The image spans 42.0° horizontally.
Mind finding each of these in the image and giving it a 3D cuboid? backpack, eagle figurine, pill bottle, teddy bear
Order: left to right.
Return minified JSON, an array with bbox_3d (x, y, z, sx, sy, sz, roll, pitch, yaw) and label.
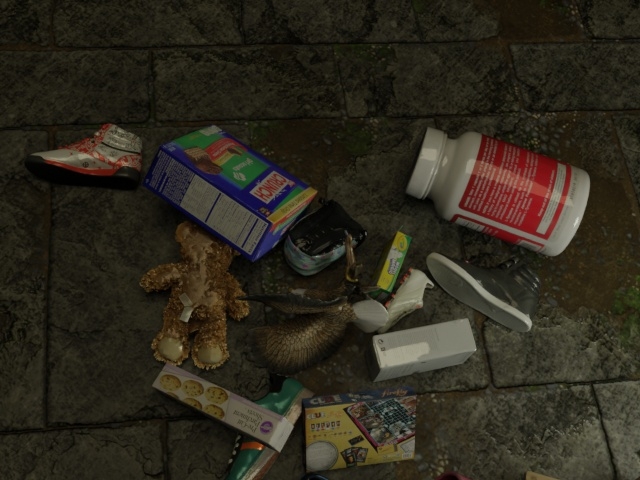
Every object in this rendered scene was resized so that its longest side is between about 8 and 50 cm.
[{"bbox_3d":[-0.280,0.129,1.901,0.245,0.113,0.338,-11,74,-5],"label":"teddy bear"},{"bbox_3d":[-0.024,0.158,1.867,0.298,0.225,0.226,-31,94,-31],"label":"eagle figurine"},{"bbox_3d":[0.000,0.000,1.977,0.182,0.115,0.152,-32,62,-34],"label":"backpack"},{"bbox_3d":[0.423,-0.129,2.039,0.407,0.229,0.229,20,64,1],"label":"pill bottle"}]

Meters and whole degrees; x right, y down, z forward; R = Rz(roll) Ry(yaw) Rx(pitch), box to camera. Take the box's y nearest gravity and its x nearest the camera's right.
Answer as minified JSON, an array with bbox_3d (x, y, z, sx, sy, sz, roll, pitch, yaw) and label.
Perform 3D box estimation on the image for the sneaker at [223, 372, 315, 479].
[{"bbox_3d":[-0.139,0.418,1.779,0.121,0.108,0.302,31,60,13],"label":"sneaker"}]

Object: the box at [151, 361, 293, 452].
[{"bbox_3d":[-0.209,0.346,1.745,0.324,0.063,0.067,19,68,30],"label":"box"}]

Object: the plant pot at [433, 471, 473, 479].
[{"bbox_3d":[0.311,0.602,1.712,0.180,0.201,0.201,27,63,-12],"label":"plant pot"}]

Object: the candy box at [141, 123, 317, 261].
[{"bbox_3d":[-0.204,-0.120,1.938,0.317,0.122,0.268,35,27,7],"label":"candy box"}]

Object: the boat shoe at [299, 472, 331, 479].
[{"bbox_3d":[0.062,0.579,1.734,0.258,0.089,0.109,27,64,5],"label":"boat shoe"}]

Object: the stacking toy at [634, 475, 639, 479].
[{"bbox_3d":[0.821,0.644,1.797,0.330,0.141,0.141,34,65,2],"label":"stacking toy"}]

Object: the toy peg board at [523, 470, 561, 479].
[{"bbox_3d":[0.503,0.607,1.802,0.161,0.079,0.161,17,48,-1],"label":"toy peg board"}]

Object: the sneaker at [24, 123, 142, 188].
[{"bbox_3d":[-0.565,-0.212,2.018,0.270,0.090,0.145,7,63,-9],"label":"sneaker"}]

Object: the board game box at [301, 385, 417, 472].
[{"bbox_3d":[0.083,0.405,1.788,0.243,0.165,0.042,-4,22,-10],"label":"board game box"}]

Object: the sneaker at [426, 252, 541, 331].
[{"bbox_3d":[0.401,0.085,2.011,0.295,0.104,0.147,33,63,1],"label":"sneaker"}]

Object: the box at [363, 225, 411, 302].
[{"bbox_3d":[0.163,0.057,1.983,0.043,0.105,0.179,24,64,-5],"label":"box"}]

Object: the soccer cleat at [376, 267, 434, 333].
[{"bbox_3d":[0.199,0.150,1.969,0.076,0.068,0.196,35,62,5],"label":"soccer cleat"}]

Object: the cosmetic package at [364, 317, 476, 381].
[{"bbox_3d":[0.225,0.250,1.897,0.231,0.117,0.086,-9,67,-10],"label":"cosmetic package"}]
